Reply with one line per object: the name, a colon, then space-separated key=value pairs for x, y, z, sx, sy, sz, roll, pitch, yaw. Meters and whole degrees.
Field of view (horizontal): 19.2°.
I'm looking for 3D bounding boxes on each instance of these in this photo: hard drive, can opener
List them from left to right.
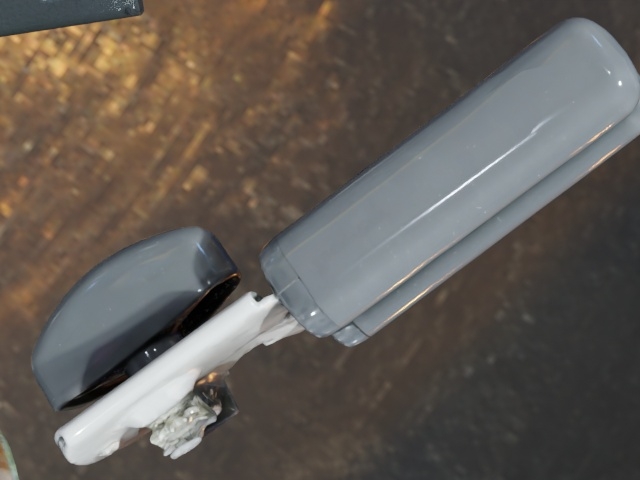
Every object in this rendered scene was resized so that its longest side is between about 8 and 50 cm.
hard drive: x=-0.201 y=-0.197 z=1.343 sx=0.135 sy=0.022 sz=0.094 roll=-8 pitch=109 yaw=7
can opener: x=0.000 y=0.000 z=0.751 sx=0.280 sy=0.093 sz=0.074 roll=-33 pitch=166 yaw=11

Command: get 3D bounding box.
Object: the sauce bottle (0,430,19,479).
sauce bottle: x=-0.324 y=0.163 z=0.954 sx=0.344 sy=0.111 sz=0.111 roll=-8 pitch=124 yaw=-26
